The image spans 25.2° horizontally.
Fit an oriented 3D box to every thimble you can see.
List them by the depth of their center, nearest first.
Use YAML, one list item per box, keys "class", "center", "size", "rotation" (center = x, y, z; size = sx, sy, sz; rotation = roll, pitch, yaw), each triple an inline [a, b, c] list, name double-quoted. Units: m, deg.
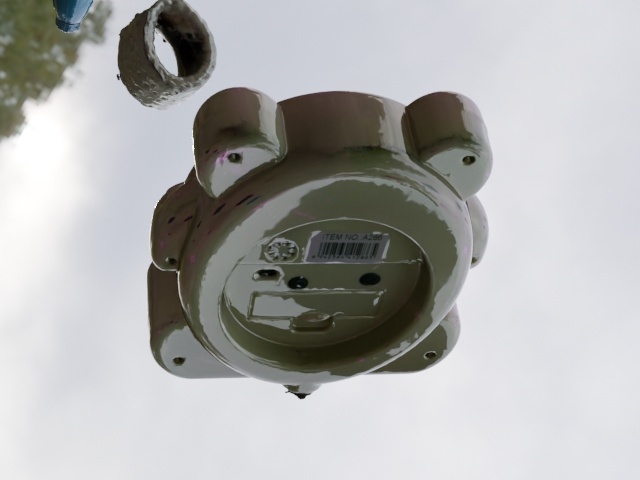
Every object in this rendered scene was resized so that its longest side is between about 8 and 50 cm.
- class: "thimble"
  center: [-0.180, -0.217, 1.676]
  size: [0.102, 0.115, 0.090]
  rotation: [-32, -176, -30]

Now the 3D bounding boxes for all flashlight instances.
- class: "flashlight"
  center: [-0.244, -0.262, 1.443]
  size: [0.129, 0.051, 0.051]
  rotation: [112, -19, -45]

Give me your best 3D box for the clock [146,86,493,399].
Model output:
- class: "clock"
  center: [0.000, 0.000, 1.191]
  size: [0.309, 0.284, 0.114]
  rotation: [103, -16, -48]
